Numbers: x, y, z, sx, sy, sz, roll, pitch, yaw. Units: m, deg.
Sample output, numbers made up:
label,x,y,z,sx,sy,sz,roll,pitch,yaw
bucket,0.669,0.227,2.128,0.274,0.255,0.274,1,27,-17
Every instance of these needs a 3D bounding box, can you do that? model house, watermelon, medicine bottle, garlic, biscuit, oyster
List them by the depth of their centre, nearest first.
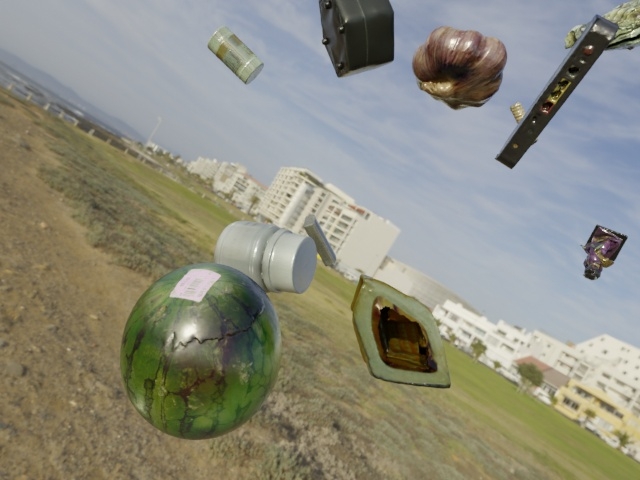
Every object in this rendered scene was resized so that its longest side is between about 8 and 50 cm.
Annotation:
label,x,y,z,sx,sy,sz,roll,pitch,yaw
medicine bottle,-0.135,-0.296,0.731,0.083,0.047,0.047,43,-3,-8
watermelon,-0.241,0.226,0.951,0.363,0.363,0.363,31,-1,1
model house,0.164,0.196,1.059,0.173,0.268,0.239,-14,1,1
garlic,0.340,-0.415,1.141,0.245,0.160,0.245,23,-15,7
oyster,0.802,-0.555,1.183,0.267,0.112,0.198,-9,11,11
medicine bottle,-0.189,0.064,1.606,0.306,0.245,0.245,8,-11,23
biscuit,0.987,-0.563,2.208,0.219,0.055,0.061,58,-28,-7

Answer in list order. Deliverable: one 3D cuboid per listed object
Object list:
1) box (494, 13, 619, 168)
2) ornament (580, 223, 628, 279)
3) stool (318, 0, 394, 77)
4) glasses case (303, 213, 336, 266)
label,x,y,z,sx,sy,sz,roll,pitch,yaw
box,0.545,-0.341,1.067,0.058,0.350,0.211,35,38,9
ornament,0.693,0.050,1.153,0.088,0.203,0.081,27,-45,29
stool,0.088,-0.535,1.154,0.232,0.141,0.232,163,-90,-83
glasses case,0.000,0.000,1.749,0.071,0.047,0.205,-83,150,-54
